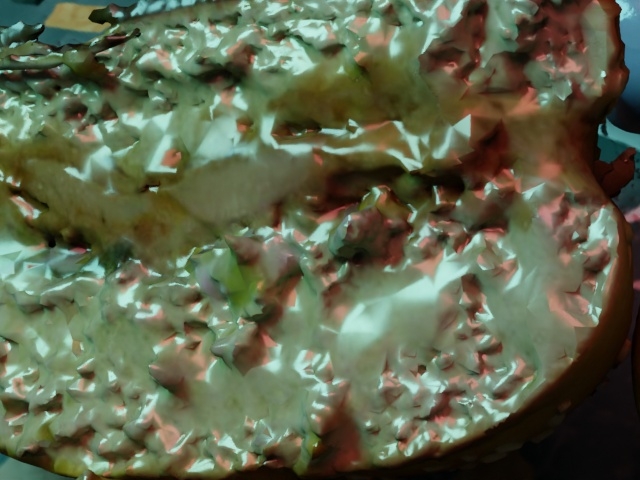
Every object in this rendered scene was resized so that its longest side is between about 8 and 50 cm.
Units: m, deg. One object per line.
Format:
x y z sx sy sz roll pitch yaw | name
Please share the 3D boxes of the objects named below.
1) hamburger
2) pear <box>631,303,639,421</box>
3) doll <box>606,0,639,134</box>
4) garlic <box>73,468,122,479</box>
0.000 0.000 1.105 0.446 0.287 0.268 -10 84 29 | hamburger
0.314 0.076 1.006 0.285 0.285 0.336 -38 71 -24 | pear
0.189 -0.146 1.295 0.314 0.141 0.177 18 23 36 | doll
-0.028 0.184 1.019 0.245 0.164 0.145 1 39 -1 | garlic
